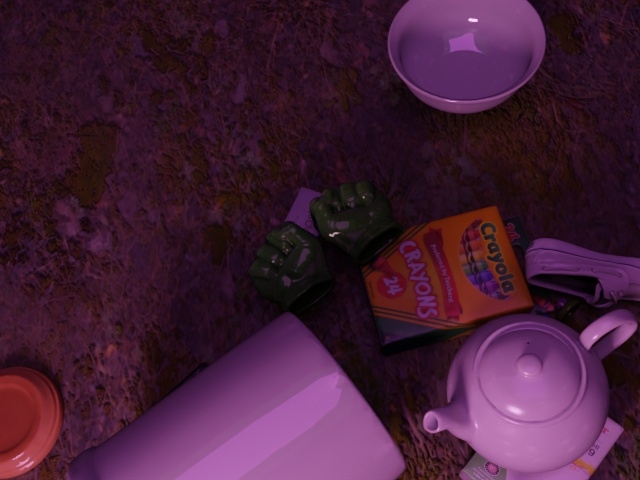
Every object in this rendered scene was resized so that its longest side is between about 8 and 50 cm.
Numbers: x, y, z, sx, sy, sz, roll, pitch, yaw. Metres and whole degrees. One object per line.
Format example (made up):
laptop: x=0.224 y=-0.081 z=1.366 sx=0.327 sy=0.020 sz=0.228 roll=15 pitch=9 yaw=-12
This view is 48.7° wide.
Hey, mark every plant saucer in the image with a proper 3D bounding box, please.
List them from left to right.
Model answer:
plant saucer: x=-0.565 y=0.323 z=1.271 sx=0.200 sy=0.037 sz=0.200 roll=-3 pitch=66 yaw=6

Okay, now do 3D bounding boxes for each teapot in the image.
teapot: x=0.306 y=0.204 z=1.028 sx=0.252 sy=0.187 sz=0.256 roll=13 pitch=64 yaw=18

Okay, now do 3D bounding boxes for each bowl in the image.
bowl: x=0.285 y=-0.361 z=1.405 sx=0.297 sy=0.134 sz=0.298 roll=-3 pitch=67 yaw=7

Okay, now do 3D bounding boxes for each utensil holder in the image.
utensil holder: x=-0.112 y=0.338 z=1.048 sx=0.385 sy=0.327 sz=0.327 roll=-36 pitch=67 yaw=-10

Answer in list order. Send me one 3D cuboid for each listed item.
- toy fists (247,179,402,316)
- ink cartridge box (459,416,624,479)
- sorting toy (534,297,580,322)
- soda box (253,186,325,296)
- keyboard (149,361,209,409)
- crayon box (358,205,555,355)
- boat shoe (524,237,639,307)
toy fists: x=0.000 y=0.000 z=1.225 sx=0.279 sy=0.096 sz=0.142 roll=-38 pitch=63 yaw=-4
ink cartridge box: x=0.345 y=0.335 z=1.113 sx=0.154 sy=0.093 sz=0.212 roll=38 pitch=74 yaw=22
sorting toy: x=0.391 y=0.128 z=1.197 sx=0.061 sy=0.102 sz=0.042 roll=-10 pitch=47 yaw=-45
soda box: x=-0.043 y=0.013 z=1.320 sx=0.074 sy=0.069 sz=0.216 roll=20 pitch=70 yaw=15
keyboard: x=-0.242 y=0.309 z=1.242 sx=0.180 sy=0.023 sz=0.108 roll=-42 pitch=68 yaw=-10
crayon box: x=0.237 y=0.063 z=1.254 sx=0.318 sy=0.081 sz=0.202 roll=-15 pitch=65 yaw=0
boat shoe: x=0.472 y=0.073 z=1.198 sx=0.258 sy=0.095 sz=0.084 roll=12 pitch=56 yaw=9
